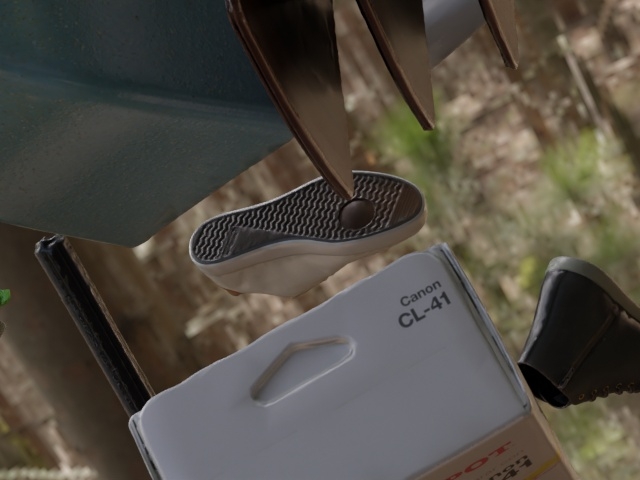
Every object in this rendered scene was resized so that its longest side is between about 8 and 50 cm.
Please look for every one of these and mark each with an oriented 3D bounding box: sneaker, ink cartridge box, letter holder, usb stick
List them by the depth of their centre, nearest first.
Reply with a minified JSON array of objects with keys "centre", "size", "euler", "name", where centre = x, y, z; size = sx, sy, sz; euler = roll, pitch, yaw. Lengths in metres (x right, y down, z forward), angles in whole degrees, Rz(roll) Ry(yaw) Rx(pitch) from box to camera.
[{"centre":[0.038,0.149,1.226],"size":[0.226,0.306,0.131],"euler":[-30,68,3],"name":"ink cartridge box"},{"centre":[0.040,-0.176,1.272],"size":[0.152,0.302,0.214],"euler":[-9,66,12],"name":"letter holder"},{"centre":[0.260,0.121,1.703],"size":[0.083,0.222,0.118],"euler":[-4,54,56],"name":"sneaker"},{"centre":[0.000,0.000,2.217],"size":[0.290,0.123,0.106],"euler":[-11,54,20],"name":"sneaker"},{"centre":[-0.270,0.115,2.321],"size":[0.045,0.278,0.077],"euler":[-30,7,-9],"name":"usb stick"}]

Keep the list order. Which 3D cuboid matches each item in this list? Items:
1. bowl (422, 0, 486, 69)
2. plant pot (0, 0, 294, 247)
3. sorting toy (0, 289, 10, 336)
[{"centre":[0.119,-0.209,1.611],"size":[0.142,0.053,0.142],"euler":[-40,11,12],"name":"bowl"},{"centre":[-0.204,-0.154,1.418],"size":[0.247,0.252,0.248],"euler":[-32,64,44],"name":"plant pot"},{"centre":[-0.299,0.065,1.628],"size":[0.012,0.062,0.083],"euler":[-20,35,46],"name":"sorting toy"}]
